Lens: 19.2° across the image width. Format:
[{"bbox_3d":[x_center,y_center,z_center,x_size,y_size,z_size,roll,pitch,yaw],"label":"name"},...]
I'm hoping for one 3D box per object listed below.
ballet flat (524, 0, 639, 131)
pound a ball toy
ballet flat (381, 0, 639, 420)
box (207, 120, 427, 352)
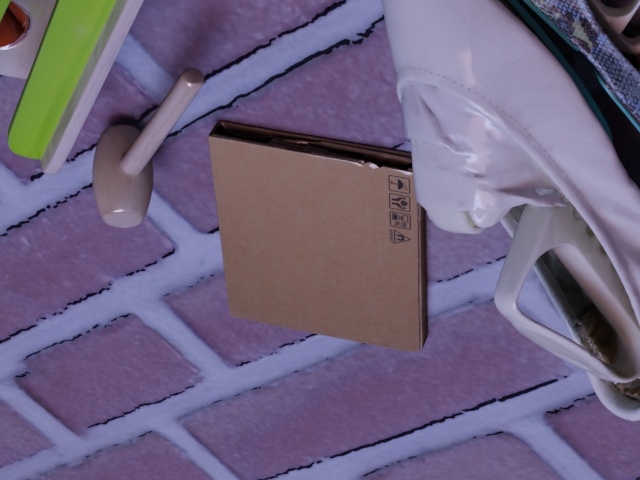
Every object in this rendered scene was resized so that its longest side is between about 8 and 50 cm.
[{"bbox_3d":[0.192,-0.132,1.202,0.070,0.070,0.188,-25,124,40],"label":"ballet flat"},{"bbox_3d":[-0.175,-0.158,1.309,0.208,0.136,0.319,8,143,-22],"label":"pound a ball toy"},{"bbox_3d":[0.145,-0.023,1.263,0.139,0.139,0.400,-19,125,37],"label":"ballet flat"},{"bbox_3d":[0.000,0.000,1.453,0.164,0.021,0.201,11,138,14],"label":"box"}]
